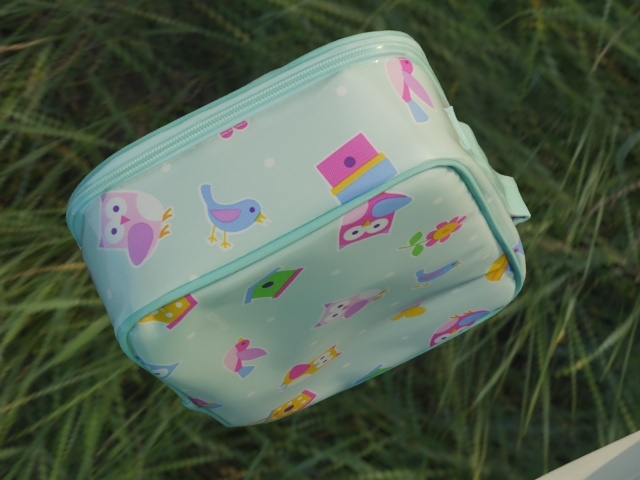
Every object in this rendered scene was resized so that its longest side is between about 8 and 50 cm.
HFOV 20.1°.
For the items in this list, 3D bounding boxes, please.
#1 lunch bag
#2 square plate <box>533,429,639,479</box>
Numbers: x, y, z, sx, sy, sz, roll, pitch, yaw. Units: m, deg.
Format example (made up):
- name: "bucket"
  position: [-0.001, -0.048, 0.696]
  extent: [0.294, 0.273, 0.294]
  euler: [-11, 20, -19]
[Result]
- name: "lunch bag"
  position: [0.000, 0.000, 1.005]
  extent: [0.224, 0.279, 0.108]
  euler: [-30, 69, 4]
- name: "square plate"
  position: [0.195, 0.198, 1.255]
  extent: [0.347, 0.344, 0.049]
  euler: [-24, 88, -18]
